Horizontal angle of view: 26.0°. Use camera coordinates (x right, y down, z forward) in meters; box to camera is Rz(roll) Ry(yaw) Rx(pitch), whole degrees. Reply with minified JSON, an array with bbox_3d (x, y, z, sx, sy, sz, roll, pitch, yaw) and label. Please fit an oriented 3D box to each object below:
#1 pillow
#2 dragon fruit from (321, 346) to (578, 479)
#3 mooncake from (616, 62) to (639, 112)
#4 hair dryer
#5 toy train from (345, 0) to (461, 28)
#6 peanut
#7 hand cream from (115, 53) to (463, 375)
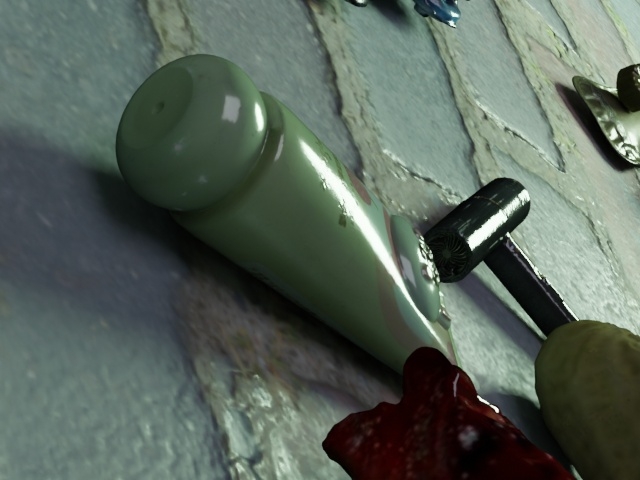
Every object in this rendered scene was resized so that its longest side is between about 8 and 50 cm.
[{"bbox_3d":[0.372,-0.137,1.655,0.217,0.033,0.130,2,55,-55],"label":"pillow"},{"bbox_3d":[0.109,0.246,0.706,0.329,0.228,0.286,41,-12,26],"label":"dragon fruit"},{"bbox_3d":[0.381,-0.062,1.528,0.150,0.057,0.347,-1,54,-35],"label":"mooncake"},{"bbox_3d":[0.165,0.050,1.090,0.195,0.050,0.173,55,29,2],"label":"hair dryer"},{"bbox_3d":[0.054,-0.311,1.296,0.202,0.131,0.299,53,25,22],"label":"toy train"},{"bbox_3d":[0.248,0.167,0.969,0.111,0.125,0.274,13,44,-54],"label":"peanut"},{"bbox_3d":[0.000,0.000,0.865,0.306,0.093,0.147,39,26,-41],"label":"hand cream"}]
